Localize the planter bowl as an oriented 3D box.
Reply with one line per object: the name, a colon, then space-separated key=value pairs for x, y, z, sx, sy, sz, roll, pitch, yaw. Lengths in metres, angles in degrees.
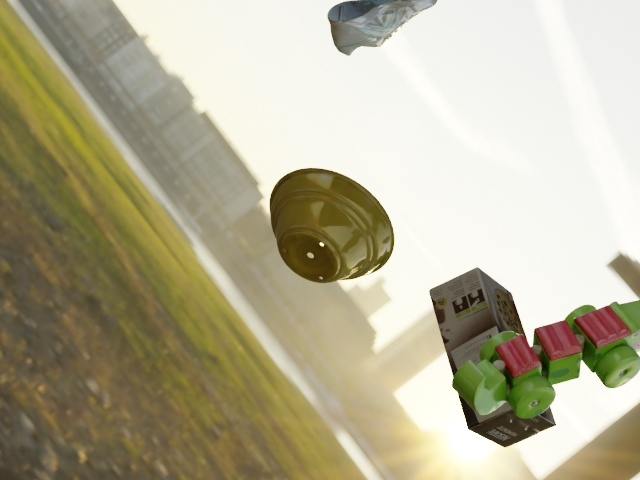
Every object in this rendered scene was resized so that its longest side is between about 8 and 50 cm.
planter bowl: x=0.000 y=0.000 z=1.791 sx=0.217 sy=0.090 sz=0.217 roll=16 pitch=-46 yaw=17

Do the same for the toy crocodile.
toy crocodile: x=0.340 y=0.155 z=1.611 sx=0.105 sy=0.340 sz=0.115 roll=85 pitch=-17 yaw=-47

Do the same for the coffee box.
coffee box: x=0.325 y=0.224 z=2.190 sx=0.168 sy=0.118 sz=0.297 roll=34 pitch=35 yaw=-50

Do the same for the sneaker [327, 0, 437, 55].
sneaker: x=0.078 y=-0.278 z=1.433 sx=0.054 sy=0.152 sz=0.061 roll=52 pitch=-22 yaw=45
